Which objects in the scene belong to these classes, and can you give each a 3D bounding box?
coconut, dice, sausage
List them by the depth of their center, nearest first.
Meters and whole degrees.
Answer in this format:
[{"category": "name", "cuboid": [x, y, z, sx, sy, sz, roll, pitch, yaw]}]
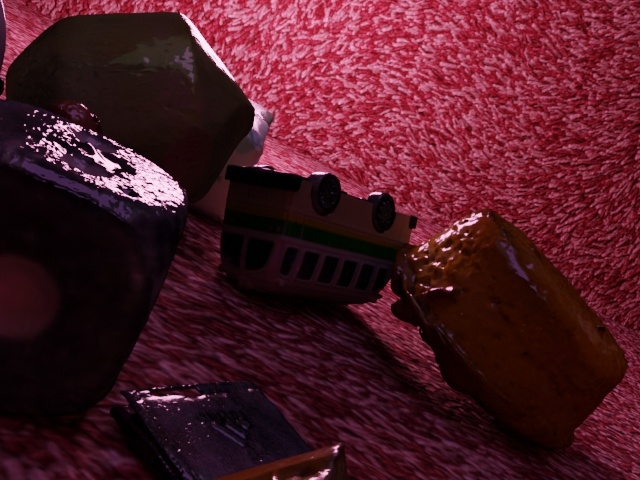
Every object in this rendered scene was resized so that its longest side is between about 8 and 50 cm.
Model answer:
[{"category": "dice", "cuboid": [-0.214, 0.009, 0.576, 0.181, 0.182, 0.183, 26, 13, -17]}, {"category": "sausage", "cuboid": [-0.242, -0.055, 0.778, 0.078, 0.078, 0.304, 28, -16, -1]}, {"category": "coconut", "cuboid": [-0.244, -0.163, 1.008, 0.328, 0.281, 0.328, -6, -4, 0]}]

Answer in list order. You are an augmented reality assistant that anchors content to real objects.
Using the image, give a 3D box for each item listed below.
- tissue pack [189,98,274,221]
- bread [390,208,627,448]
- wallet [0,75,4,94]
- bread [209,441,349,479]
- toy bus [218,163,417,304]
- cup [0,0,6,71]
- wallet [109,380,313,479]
[{"category": "tissue pack", "cuboid": [-0.271, -0.206, 1.319, 0.356, 0.194, 0.266, 27, 17, -9]}, {"category": "bread", "cuboid": [0.272, 0.112, 1.092, 0.358, 0.204, 0.337, 36, 16, -27]}, {"category": "wallet", "cuboid": [-0.369, -0.079, 0.552, 0.250, 0.149, 0.044, -25, 90, -39]}, {"category": "bread", "cuboid": [-0.043, 0.220, 0.403, 0.140, 0.169, 0.160, -58, 127, -78]}, {"category": "toy bus", "cuboid": [0.000, 0.000, 1.112, 0.143, 0.179, 0.305, 11, -2, 39]}, {"category": "cup", "cuboid": [-0.496, -0.215, 0.690, 0.253, 0.253, 0.371, 30, 11, 6]}, {"category": "wallet", "cuboid": [-0.078, 0.163, 0.615, 0.111, 0.030, 0.166, 42, 19, 34]}]
